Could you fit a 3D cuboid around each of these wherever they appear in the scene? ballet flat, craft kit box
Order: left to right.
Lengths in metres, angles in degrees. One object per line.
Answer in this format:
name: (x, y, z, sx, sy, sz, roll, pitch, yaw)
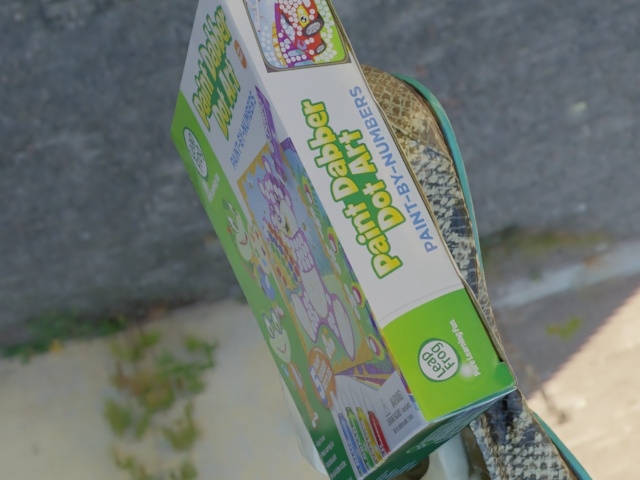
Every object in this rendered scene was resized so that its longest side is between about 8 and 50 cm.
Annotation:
craft kit box: (0.000, 0.000, 0.944, 0.061, 0.247, 0.250, -20, 167, -14)
ballet flat: (0.066, 0.117, 1.226, 0.182, 0.483, 0.164, -39, -151, -27)
